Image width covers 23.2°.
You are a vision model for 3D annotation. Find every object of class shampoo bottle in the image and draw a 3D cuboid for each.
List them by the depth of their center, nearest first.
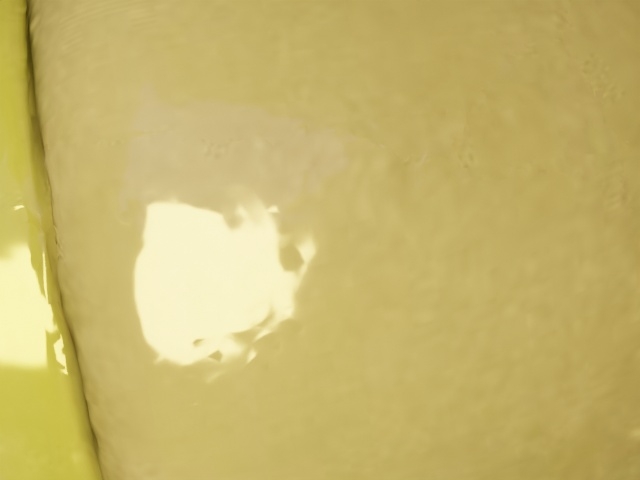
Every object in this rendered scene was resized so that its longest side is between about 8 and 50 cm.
[{"bbox_3d":[0.000,0.000,0.566,0.317,0.322,0.322,-7,72,2],"label":"shampoo bottle"}]
